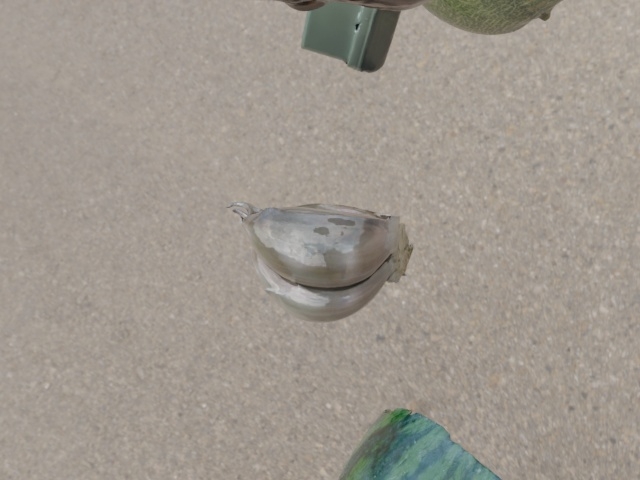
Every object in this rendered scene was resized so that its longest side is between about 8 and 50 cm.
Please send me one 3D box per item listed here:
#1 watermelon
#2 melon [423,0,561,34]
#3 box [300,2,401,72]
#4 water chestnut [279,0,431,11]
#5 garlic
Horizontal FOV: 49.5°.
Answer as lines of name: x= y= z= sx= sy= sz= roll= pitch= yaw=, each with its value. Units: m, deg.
watermelon: x=0.105 y=0.262 z=0.667 sx=0.319 sy=0.222 sz=0.292 roll=-23 pitch=29 yaw=-38
melon: x=0.185 y=-0.401 z=0.802 sx=0.249 sy=0.329 sz=0.248 roll=-32 pitch=12 yaw=7
box: x=0.052 y=-0.358 z=1.018 sx=0.130 sy=0.148 sz=0.210 roll=13 pitch=48 yaw=-3
water chestnut: x=-0.006 y=-0.245 z=0.315 sx=0.289 sy=0.244 sz=0.288 roll=-1 pitch=88 yaw=26
garlic: x=0.000 y=0.000 z=1.018 sx=0.292 sy=0.210 sz=0.237 roll=1 pitch=40 yaw=0
